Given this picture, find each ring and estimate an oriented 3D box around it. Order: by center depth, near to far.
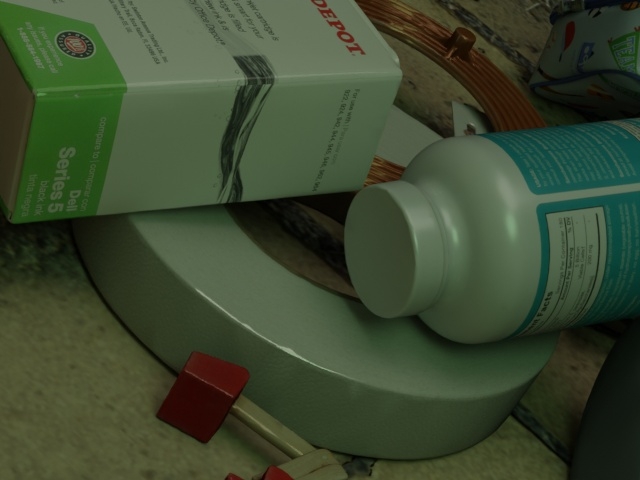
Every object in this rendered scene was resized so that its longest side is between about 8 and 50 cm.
[{"bbox_3d":[0.059,-0.130,1.479,0.337,0.032,0.336,21,32,-14],"label":"ring"}]

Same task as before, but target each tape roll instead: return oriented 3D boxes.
[{"bbox_3d":[0.000,0.000,1.348,0.392,0.072,0.392,21,33,-14],"label":"tape roll"}]

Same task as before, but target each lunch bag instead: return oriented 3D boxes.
[{"bbox_3d":[0.362,-0.155,1.740,0.303,0.115,0.243,20,-6,-19],"label":"lunch bag"}]

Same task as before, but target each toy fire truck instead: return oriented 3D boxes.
[{"bbox_3d":[-0.020,0.161,1.133,0.192,0.047,0.135,28,31,-5],"label":"toy fire truck"}]

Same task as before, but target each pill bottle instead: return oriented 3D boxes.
[{"bbox_3d":[0.151,-0.007,1.258,0.264,0.146,0.146,-7,47,-30],"label":"pill bottle"}]

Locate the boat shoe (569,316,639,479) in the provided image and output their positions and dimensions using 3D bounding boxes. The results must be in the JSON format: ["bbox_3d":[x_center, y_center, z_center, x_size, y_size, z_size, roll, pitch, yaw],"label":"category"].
[{"bbox_3d":[0.271,0.207,1.227,0.156,0.136,0.367,23,36,-12],"label":"boat shoe"}]

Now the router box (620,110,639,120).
[{"bbox_3d":[0.320,-0.019,1.601,0.133,0.046,0.179,54,20,-30],"label":"router box"}]

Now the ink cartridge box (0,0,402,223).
[{"bbox_3d":[-0.111,-0.124,1.245,0.273,0.114,0.198,-5,43,-29],"label":"ink cartridge box"}]

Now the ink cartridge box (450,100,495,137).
[{"bbox_3d":[0.183,-0.043,1.563,0.181,0.061,0.104,23,32,-13],"label":"ink cartridge box"}]

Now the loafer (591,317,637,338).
[{"bbox_3d":[0.335,0.071,1.485,0.267,0.096,0.084,16,-4,-11],"label":"loafer"}]
